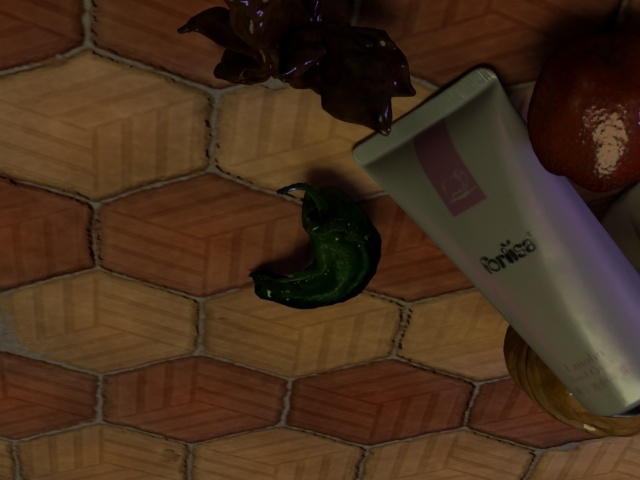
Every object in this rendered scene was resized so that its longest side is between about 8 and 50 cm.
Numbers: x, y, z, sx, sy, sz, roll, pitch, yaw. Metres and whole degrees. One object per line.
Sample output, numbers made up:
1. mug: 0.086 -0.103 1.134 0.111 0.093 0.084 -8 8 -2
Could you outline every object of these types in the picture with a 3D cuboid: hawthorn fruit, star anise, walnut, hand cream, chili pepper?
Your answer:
1. hawthorn fruit: 0.242 -0.117 1.477 0.132 0.133 0.138 1 127 -3
2. star anise: -0.011 -0.158 1.409 0.196 0.111 0.212 34 168 3
3. walnut: 0.298 0.128 1.848 0.197 0.165 0.165 19 144 -25
4. hand cream: 0.201 0.011 1.611 0.359 0.118 0.185 48 134 -12
5. chili pepper: 0.001 0.000 1.722 0.122 0.065 0.279 0 153 -8

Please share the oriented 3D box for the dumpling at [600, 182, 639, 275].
1. dumpling: 0.418 0.011 1.700 0.318 0.187 0.243 -35 96 31
